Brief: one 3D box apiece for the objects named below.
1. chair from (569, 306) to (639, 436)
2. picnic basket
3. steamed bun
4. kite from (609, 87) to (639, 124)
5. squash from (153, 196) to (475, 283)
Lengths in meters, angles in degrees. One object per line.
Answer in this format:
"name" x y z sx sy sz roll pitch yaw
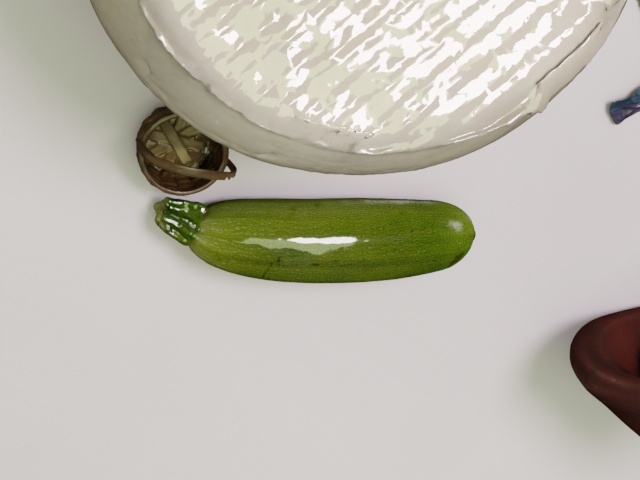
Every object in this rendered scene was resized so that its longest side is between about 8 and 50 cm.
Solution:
"chair" 0.402 0.160 1.366 0.226 0.226 0.401 -44 115 3
"picnic basket" -0.098 -0.060 1.207 0.072 0.083 0.072 -6 111 -16
"steamed bun" 0.017 -0.228 1.087 0.374 0.241 0.374 -2 98 -15
"kite" 0.329 -0.163 1.334 0.234 0.016 0.321 -28 115 -5
"squash" 0.000 0.000 1.270 0.252 0.066 0.066 0 110 -15
